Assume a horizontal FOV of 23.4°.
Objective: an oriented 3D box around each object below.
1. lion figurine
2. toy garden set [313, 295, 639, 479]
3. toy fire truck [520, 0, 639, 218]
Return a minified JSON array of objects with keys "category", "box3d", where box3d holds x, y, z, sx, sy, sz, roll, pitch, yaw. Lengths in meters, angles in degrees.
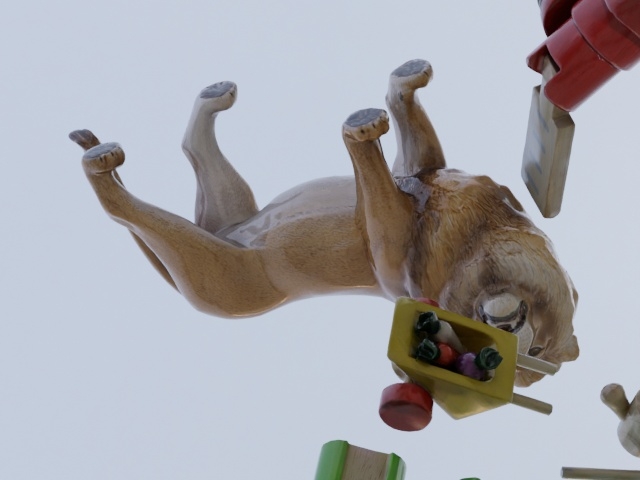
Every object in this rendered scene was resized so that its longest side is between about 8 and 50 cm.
[{"category":"lion figurine","box3d":[0.000,0.000,1.196,0.142,0.392,0.240,-54,-45,-46]},{"category":"toy garden set","box3d":[0.120,0.127,0.733,0.049,0.244,0.204,105,179,-48]},{"category":"toy fire truck","box3d":[0.183,-0.158,1.062,0.158,0.217,0.246,31,-60,-30]}]
